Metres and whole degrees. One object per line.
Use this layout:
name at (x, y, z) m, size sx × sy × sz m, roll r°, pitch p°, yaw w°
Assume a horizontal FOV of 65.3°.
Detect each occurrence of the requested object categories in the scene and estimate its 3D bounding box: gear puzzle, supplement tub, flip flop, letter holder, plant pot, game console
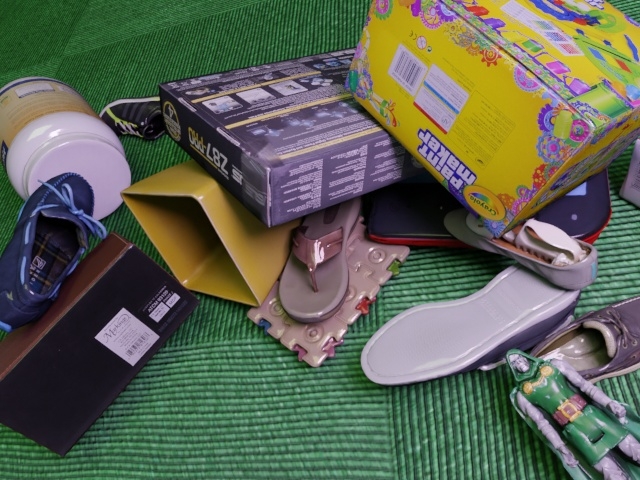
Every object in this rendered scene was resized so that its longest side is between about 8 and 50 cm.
gear puzzle at (0.043, 0.041, 0.816) m, size 0.176 × 0.044 × 0.339 m, roll 29°, pitch 68°, yaw 35°
supplement tub at (-0.563, -0.195, 1.078) m, size 0.228 × 0.228 × 0.316 m, roll -41°, pitch 53°, yaw -9°
flip flop at (0.000, 0.000, 0.779) m, size 0.113 × 0.080 × 0.276 m, roll 4°, pitch 56°, yaw 23°
letter holder at (-0.385, 0.148, 0.830) m, size 0.301 × 0.152 × 0.215 m, roll -50°, pitch 29°, yaw -15°
plant pot at (-0.155, -0.044, 0.830) m, size 0.212 × 0.212 × 0.187 m, roll 6°, pitch 43°, yaw 41°
game console at (0.271, -0.151, 0.821) m, size 0.343 × 0.060 × 0.386 m, roll 4°, pitch 56°, yaw 17°

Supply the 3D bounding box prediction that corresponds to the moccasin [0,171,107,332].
moccasin at (-0.432, 0.001, 0.837) m, size 0.117 × 0.138 × 0.341 m, roll -28°, pitch 43°, yaw 21°

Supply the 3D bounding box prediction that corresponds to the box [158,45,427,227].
box at (0.003, -0.190, 0.768) m, size 0.395 × 0.097 × 0.318 m, roll -23°, pitch 43°, yaw -30°

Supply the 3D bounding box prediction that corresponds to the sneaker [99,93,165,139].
sneaker at (-0.425, -0.282, 1.175) m, size 0.235 × 0.084 × 0.097 m, roll -11°, pitch 56°, yaw 13°

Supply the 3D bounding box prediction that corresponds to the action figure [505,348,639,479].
action figure at (0.287, 0.203, 0.530) m, size 0.137 × 0.063 × 0.232 m, roll -46°, pitch 54°, yaw 3°

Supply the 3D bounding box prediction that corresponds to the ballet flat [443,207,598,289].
ballet flat at (0.253, -0.011, 0.646) m, size 0.072 × 0.068 × 0.213 m, roll -42°, pitch 49°, yaw -18°

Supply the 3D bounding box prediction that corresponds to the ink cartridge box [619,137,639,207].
ink cartridge box at (0.624, -0.116, 0.644) m, size 0.310 × 0.130 × 0.272 m, roll -39°, pitch 54°, yaw -8°

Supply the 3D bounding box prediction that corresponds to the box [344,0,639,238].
box at (0.241, -0.203, 0.626) m, size 0.279 × 0.177 × 0.290 m, roll -25°, pitch 65°, yaw -31°

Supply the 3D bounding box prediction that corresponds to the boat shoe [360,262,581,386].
boat shoe at (0.203, 0.126, 0.661) m, size 0.303 × 0.091 × 0.114 m, roll -23°, pitch 43°, yaw 5°

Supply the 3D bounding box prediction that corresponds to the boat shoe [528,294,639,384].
boat shoe at (0.348, 0.127, 0.617) m, size 0.224 × 0.073 × 0.080 m, roll -29°, pitch 55°, yaw 2°
